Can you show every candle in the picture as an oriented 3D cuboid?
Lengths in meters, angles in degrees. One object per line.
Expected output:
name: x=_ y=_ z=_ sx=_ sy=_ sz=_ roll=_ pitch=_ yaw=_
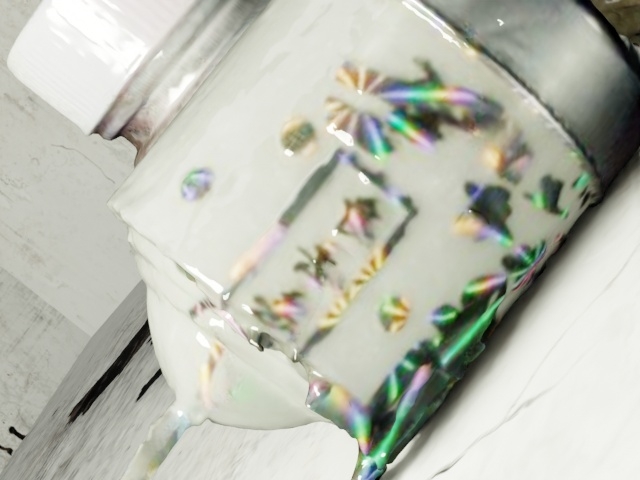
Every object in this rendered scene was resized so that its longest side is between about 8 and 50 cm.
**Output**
candle: x=0.000 y=0.000 z=0.651 sx=0.330 sy=0.187 sz=0.187 roll=-52 pitch=8 yaw=-4

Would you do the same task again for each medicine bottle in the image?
medicine bottle: x=-0.034 y=-0.075 z=0.850 sx=0.165 sy=0.273 sz=0.165 roll=-50 pitch=7 yaw=8

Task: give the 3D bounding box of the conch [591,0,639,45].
conch: x=0.200 y=-0.241 z=0.716 sx=0.324 sy=0.186 sz=0.263 roll=-44 pitch=-7 yaw=37
